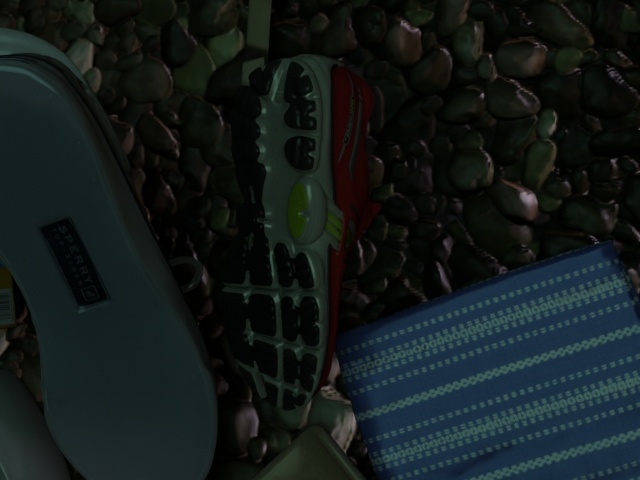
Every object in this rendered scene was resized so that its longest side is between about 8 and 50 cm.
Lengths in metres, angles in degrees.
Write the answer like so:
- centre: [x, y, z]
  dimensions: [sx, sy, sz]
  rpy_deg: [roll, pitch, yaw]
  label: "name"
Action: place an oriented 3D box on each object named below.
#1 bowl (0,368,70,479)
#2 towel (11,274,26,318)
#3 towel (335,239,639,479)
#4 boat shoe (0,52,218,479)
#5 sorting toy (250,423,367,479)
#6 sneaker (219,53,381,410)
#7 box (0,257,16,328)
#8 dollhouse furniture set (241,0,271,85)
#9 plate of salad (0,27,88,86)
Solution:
- centre: [-0.303, 0.195, 0.626]
  dimensions: [0.142, 0.053, 0.142]
  rpy_deg: [-34, 79, 4]
  label: "bowl"
- centre: [-0.321, 0.032, 0.656]
  dimensions: [0.120, 0.029, 0.067]
  rpy_deg: [8, 87, 10]
  label: "towel"
- centre: [0.174, 0.192, 0.560]
  dimensions: [0.243, 0.040, 0.335]
  rpy_deg: [-21, 80, 9]
  label: "towel"
- centre: [-0.173, 0.030, 0.584]
  dimensions: [0.136, 0.156, 0.367]
  rpy_deg: [-18, 111, 3]
  label: "boat shoe"
- centre: [-0.012, 0.280, 0.568]
  dimensions: [0.208, 0.038, 0.193]
  rpy_deg: [-45, 69, 8]
  label: "sorting toy"
- centre: [0.000, 0.000, 0.570]
  dimensions: [0.107, 0.118, 0.278]
  rpy_deg: [18, 108, 38]
  label: "sneaker"
- centre: [-0.283, 0.035, 0.591]
  dimensions: [0.136, 0.028, 0.081]
  rpy_deg: [-12, 84, 51]
  label: "box"
- centre: [-0.021, -0.165, 0.606]
  dimensions: [0.081, 0.091, 0.114]
  rpy_deg: [4, 82, -5]
  label: "dollhouse furniture set"
- centre: [-0.300, -0.105, 0.636]
  dimensions: [0.200, 0.048, 0.199]
  rpy_deg: [1, 73, -4]
  label: "plate of salad"
